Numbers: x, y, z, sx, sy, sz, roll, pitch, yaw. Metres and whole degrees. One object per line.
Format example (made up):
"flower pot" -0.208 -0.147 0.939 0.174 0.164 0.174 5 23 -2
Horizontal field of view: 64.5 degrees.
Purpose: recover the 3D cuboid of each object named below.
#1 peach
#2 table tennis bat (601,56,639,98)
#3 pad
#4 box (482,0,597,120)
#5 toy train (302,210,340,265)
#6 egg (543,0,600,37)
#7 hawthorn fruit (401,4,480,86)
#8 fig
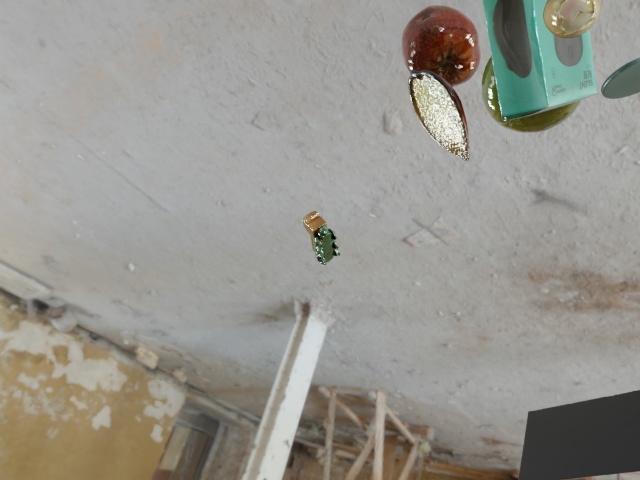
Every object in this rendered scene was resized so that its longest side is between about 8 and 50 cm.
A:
"peach" 0.328 -0.333 1.313 0.279 0.068 0.189 59 171 5
"table tennis bat" 0.805 -0.403 1.220 0.244 0.040 0.153 -14 159 6
"pad" 0.349 0.254 0.660 0.190 0.127 0.004 -31 102 40
"box" 0.464 -0.431 1.070 0.118 0.205 0.312 5 111 58
"toy train" 0.000 0.000 0.920 0.064 0.044 0.103 46 161 30
"egg" 0.402 -0.368 0.816 0.080 0.096 0.080 5 113 12
"hawthorn fruit" 0.412 -0.684 1.789 0.275 0.300 0.275 -20 145 -15
"fig" 0.646 -0.485 1.530 0.316 0.316 0.316 13 149 8
